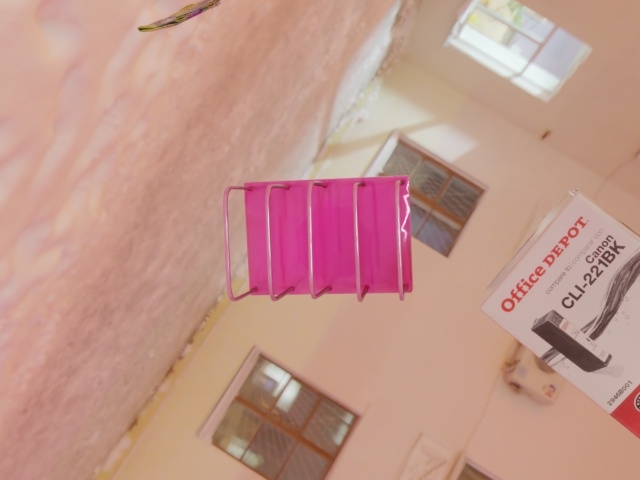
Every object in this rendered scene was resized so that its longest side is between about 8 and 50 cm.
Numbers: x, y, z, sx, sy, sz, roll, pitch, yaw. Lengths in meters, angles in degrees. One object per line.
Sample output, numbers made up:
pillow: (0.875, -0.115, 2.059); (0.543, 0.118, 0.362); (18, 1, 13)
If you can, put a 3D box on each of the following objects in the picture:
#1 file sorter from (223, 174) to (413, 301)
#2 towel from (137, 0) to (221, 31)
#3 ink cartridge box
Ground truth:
file sorter: (0.000, 0.000, 1.207); (0.182, 0.290, 0.202); (-28, 115, -79)
towel: (-0.152, -0.244, 0.794); (0.083, 0.060, 0.009); (-44, 125, -43)
ink cartridge box: (0.373, 0.090, 0.948); (0.197, 0.273, 0.114); (-53, 169, 15)
